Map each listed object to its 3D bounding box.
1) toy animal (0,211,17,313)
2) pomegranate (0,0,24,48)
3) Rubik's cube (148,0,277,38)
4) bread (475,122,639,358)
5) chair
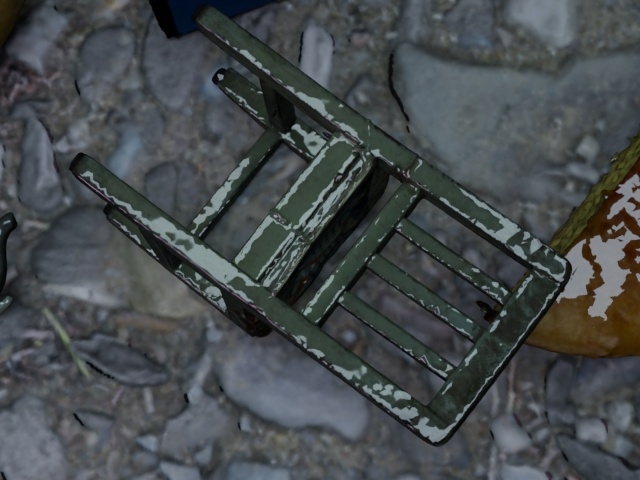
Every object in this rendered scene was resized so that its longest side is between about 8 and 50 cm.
[{"bbox_3d":[-0.290,0.097,0.901,0.269,0.082,0.137,-24,82,-2],"label":"toy animal"},{"bbox_3d":[-0.273,-0.168,0.905,0.196,0.196,0.196,0,81,1],"label":"pomegranate"},{"bbox_3d":[-0.053,-0.257,0.913,0.183,0.167,0.180,-22,80,-4],"label":"Rubik's cube"},{"bbox_3d":[0.223,-0.008,0.891,0.134,0.129,0.260,42,85,6],"label":"bread"},{"bbox_3d":[0.000,0.000,0.880,0.270,0.147,0.136,36,81,9],"label":"chair"}]
